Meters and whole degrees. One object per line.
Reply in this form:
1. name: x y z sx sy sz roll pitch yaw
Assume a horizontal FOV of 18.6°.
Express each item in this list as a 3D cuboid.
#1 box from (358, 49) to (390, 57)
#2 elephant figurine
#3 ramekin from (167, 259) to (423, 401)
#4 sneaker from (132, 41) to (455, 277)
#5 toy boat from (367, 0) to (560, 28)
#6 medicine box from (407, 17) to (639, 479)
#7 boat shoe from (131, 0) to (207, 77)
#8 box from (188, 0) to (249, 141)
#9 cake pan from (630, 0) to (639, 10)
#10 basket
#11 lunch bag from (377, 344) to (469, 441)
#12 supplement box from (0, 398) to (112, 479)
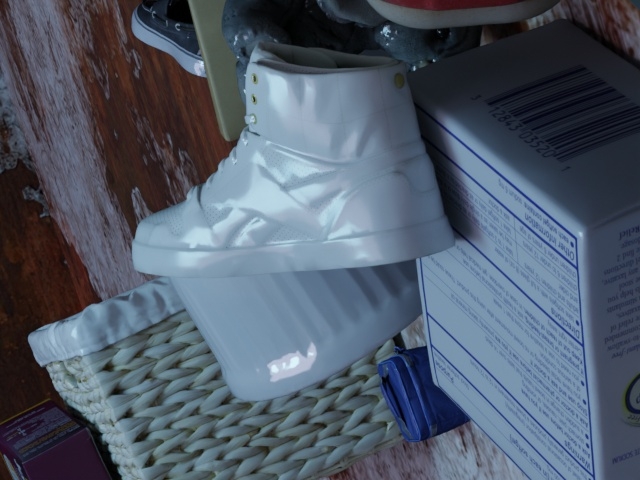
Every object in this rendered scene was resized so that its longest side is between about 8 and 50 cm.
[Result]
1. box: 0.039 -0.169 1.698 0.087 0.102 0.101 69 162 -4
2. elephant figurine: 0.051 -0.187 1.548 0.169 0.239 0.186 -82 -22 -50
3. ramekin: 0.000 0.000 1.670 0.135 0.277 0.277 54 166 -15
4. sneaker: -0.036 -0.062 1.446 0.293 0.108 0.169 -6 99 39
5. toy boat: 0.090 -0.258 1.301 0.151 0.151 0.231 84 -179 -45
6. medicine box: 0.189 0.032 1.398 0.263 0.149 0.289 46 152 52
7. boat shoe: -0.156 -0.253 2.245 0.228 0.080 0.076 -135 46 -59
8. box: -0.032 -0.198 1.757 0.021 0.164 0.201 -119 14 -54
9. cake pan: 0.217 -0.245 1.159 0.293 0.054 0.293 56 159 35
10. basket: -0.108 0.148 2.126 0.266 0.331 0.328 68 163 -1
11. lunch bag: 0.096 0.150 1.948 0.098 0.065 0.067 68 163 3
12. supplement box: -0.289 0.249 2.132 0.104 0.081 0.188 66 164 -13
